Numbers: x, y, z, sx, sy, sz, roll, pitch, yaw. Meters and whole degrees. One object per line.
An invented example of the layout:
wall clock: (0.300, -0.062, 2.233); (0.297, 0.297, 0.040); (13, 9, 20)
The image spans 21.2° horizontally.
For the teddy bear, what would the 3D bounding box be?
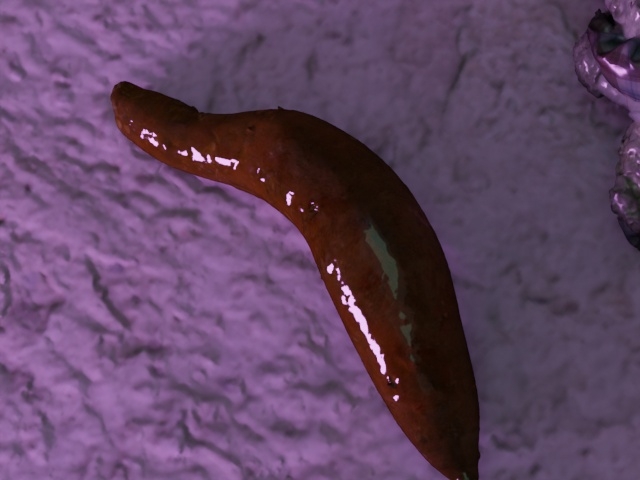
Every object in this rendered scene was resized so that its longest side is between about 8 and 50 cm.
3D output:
teddy bear: (0.215, -0.097, 1.012); (0.133, 0.111, 0.213); (-2, 75, 12)

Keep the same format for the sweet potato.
sweet potato: (0.002, -0.007, 1.041); (0.108, 0.079, 0.346); (-47, 71, 9)
